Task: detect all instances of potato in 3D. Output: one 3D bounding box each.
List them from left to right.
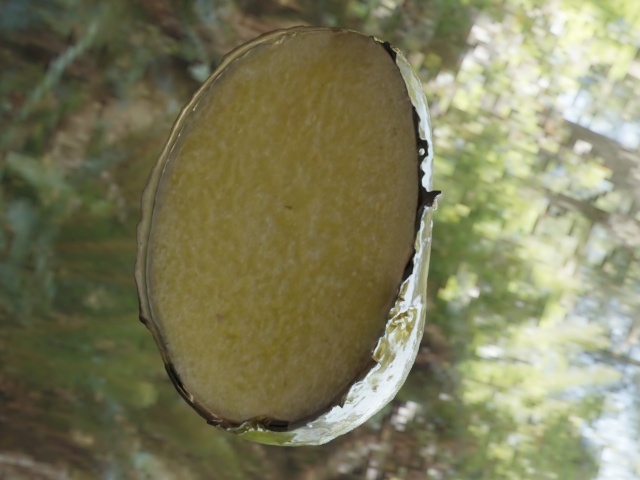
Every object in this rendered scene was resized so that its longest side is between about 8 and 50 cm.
[{"bbox_3d":[0.000,0.000,0.905,0.164,0.081,0.200,-2,-104,32],"label":"potato"}]
